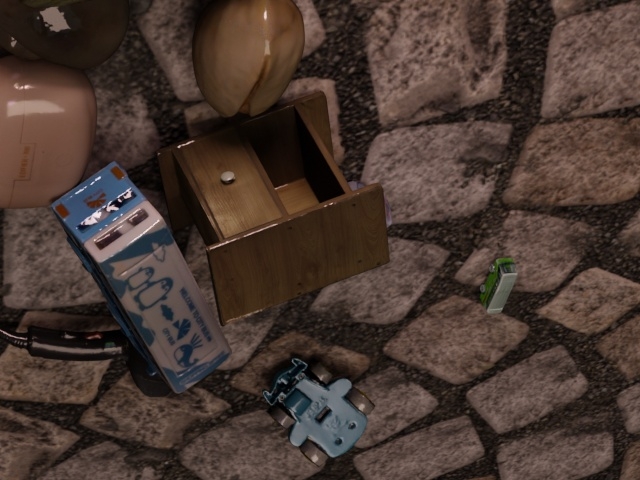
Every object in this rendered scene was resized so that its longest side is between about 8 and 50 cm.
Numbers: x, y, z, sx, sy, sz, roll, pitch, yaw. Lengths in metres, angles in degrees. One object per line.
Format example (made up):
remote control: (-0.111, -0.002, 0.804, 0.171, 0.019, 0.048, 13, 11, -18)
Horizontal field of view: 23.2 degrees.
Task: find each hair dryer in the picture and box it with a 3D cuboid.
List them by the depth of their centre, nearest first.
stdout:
hair dryer: (-0.295, 0.107, 1.991, 0.272, 0.091, 0.235, -3, 129, -13)

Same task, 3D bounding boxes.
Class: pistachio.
pistachio: (-0.077, -0.202, 1.673, 0.124, 0.124, 0.185, -7, 143, -14)

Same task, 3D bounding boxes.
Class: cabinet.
cabinet: (-0.056, -0.041, 1.804, 0.215, 0.174, 0.148, -21, 141, -11)

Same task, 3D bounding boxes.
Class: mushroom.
mushroom: (-0.272, -0.238, 1.574, 0.188, 0.117, 0.141, 29, 110, -38)

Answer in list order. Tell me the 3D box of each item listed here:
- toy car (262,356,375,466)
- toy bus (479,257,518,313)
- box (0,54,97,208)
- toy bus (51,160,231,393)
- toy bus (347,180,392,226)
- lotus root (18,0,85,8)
toy car: (-0.015, 0.237, 2.258, 0.161, 0.098, 0.126, 41, 87, -17)
toy bus: (0.249, 0.062, 2.180, 0.031, 0.037, 0.083, -2, 138, -20)
box: (-0.319, -0.117, 1.703, 0.146, 0.088, 0.200, -2, 138, -20)
toy bus: (-0.204, 0.048, 1.820, 0.106, 0.131, 0.297, -36, 141, -12)
toy bus: (0.000, 0.000, 1.993, 0.190, 0.064, 0.075, -38, 125, 22)
lotus root: (-0.167, -0.334, 1.481, 0.314, 0.142, 0.210, -7, 96, -14)
